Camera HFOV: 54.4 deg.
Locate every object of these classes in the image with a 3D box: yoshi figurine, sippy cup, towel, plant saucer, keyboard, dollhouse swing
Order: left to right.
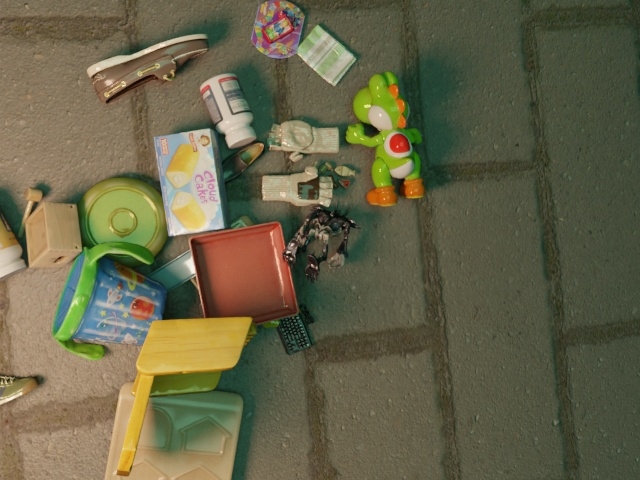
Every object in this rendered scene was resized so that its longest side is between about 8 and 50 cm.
[{"bbox_3d":[-0.514,0.157,1.545,0.224,0.305,0.240,22,60,-27],"label":"sippy cup"},{"bbox_3d":[-0.509,-0.048,1.606,0.241,0.037,0.241,1,88,-16],"label":"plant saucer"},{"bbox_3d":[-0.382,0.085,1.646,0.192,0.018,0.067,-30,96,12],"label":"plant saucer"},{"bbox_3d":[-0.315,0.373,1.461,0.315,0.347,0.305,0,67,-19],"label":"dollhouse swing"},{"bbox_3d":[-0.203,0.097,1.634,0.259,0.048,0.258,-12,89,-28],"label":"plant saucer"},{"bbox_3d":[-0.075,0.221,1.746,0.108,0.023,0.180,-22,94,-13],"label":"keyboard"},{"bbox_3d":[0.016,-0.531,1.781,0.152,0.023,0.113,40,80,-9],"label":"towel"},{"bbox_3d":[0.182,-0.292,1.767,0.203,0.203,0.362,-2,107,26],"label":"yoshi figurine"}]

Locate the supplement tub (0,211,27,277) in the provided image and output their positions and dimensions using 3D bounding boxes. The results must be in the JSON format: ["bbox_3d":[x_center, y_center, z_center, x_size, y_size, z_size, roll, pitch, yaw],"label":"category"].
[{"bbox_3d":[-0.824,0.006,1.515,0.144,0.144,0.199,-29,96,-12],"label":"supplement tub"}]

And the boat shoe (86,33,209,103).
[{"bbox_3d":[-0.438,-0.454,1.632,0.324,0.116,0.096,-21,98,-9],"label":"boat shoe"}]

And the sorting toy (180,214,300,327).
[{"bbox_3d":[-0.206,0.115,1.704,0.229,0.041,0.307,-36,95,-12],"label":"sorting toy"}]

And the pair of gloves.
[{"bbox_3d":[-0.054,-0.217,1.734,0.204,0.042,0.240,8,85,-4],"label":"pair of gloves"}]

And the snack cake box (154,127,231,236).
[{"bbox_3d":[-0.335,-0.150,1.642,0.152,0.089,0.264,-9,90,4],"label":"snack cake box"}]

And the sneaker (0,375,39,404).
[{"bbox_3d":[-0.813,0.366,1.550,0.192,0.064,0.086,-23,99,-9],"label":"sneaker"}]

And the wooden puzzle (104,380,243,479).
[{"bbox_3d":[-0.389,0.562,1.643,0.322,0.080,0.347,10,82,-13],"label":"wooden puzzle"}]

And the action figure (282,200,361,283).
[{"bbox_3d":[0.000,0.000,1.707,0.164,0.141,0.275,27,39,13],"label":"action figure"}]

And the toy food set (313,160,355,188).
[{"bbox_3d":[0.033,-0.182,1.779,0.122,0.019,0.078,17,85,-12],"label":"toy food set"}]

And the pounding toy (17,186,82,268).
[{"bbox_3d":[-0.684,-0.037,1.568,0.094,0.181,0.206,4,65,-45],"label":"pounding toy"}]

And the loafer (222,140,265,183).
[{"bbox_3d":[-0.221,-0.217,1.700,0.170,0.061,0.062,-44,99,-9],"label":"loafer"}]

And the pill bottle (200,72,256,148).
[{"bbox_3d":[-0.242,-0.344,1.667,0.108,0.108,0.180,-21,88,-12],"label":"pill bottle"}]

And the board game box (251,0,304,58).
[{"bbox_3d":[-0.119,-0.598,1.739,0.133,0.033,0.168,13,85,-6],"label":"board game box"}]
